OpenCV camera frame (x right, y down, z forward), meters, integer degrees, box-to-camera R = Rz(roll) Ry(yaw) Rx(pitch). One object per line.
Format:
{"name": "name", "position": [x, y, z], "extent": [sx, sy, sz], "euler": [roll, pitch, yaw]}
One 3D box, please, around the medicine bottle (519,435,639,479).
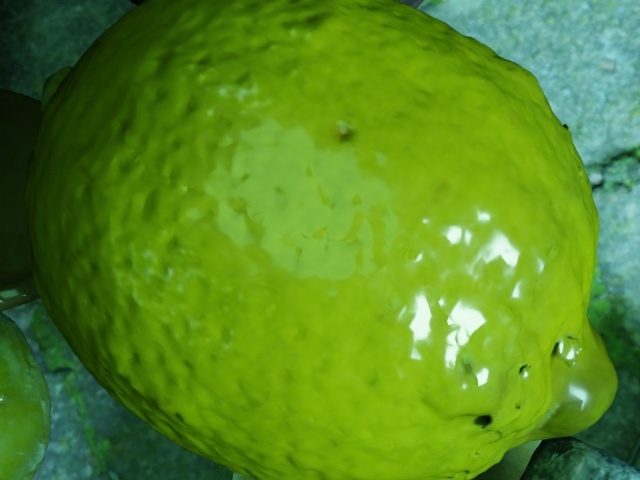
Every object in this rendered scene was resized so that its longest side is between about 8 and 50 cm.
{"name": "medicine bottle", "position": [0.083, 0.241, 0.566], "extent": [0.141, 0.141, 0.293], "euler": [29, 81, 11]}

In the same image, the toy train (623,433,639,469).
{"name": "toy train", "position": [0.161, 0.243, 0.665], "extent": [0.088, 0.086, 0.407], "euler": [27, 79, 10]}

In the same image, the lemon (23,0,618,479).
{"name": "lemon", "position": [0.000, 0.000, 0.580], "extent": [0.319, 0.245, 0.245], "euler": [28, 79, 8]}

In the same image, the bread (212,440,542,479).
{"name": "bread", "position": [0.036, 0.128, 0.699], "extent": [0.207, 0.056, 0.287], "euler": [9, 64, -12]}

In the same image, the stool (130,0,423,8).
{"name": "stool", "position": [-0.022, -0.226, 0.754], "extent": [0.272, 0.178, 0.272], "euler": [-1, 75, 5]}

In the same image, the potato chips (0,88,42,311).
{"name": "potato chips", "position": [-0.236, -0.017, 0.771], "extent": [0.208, 0.062, 0.195], "euler": [-7, 53, -3]}

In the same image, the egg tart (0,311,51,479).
{"name": "egg tart", "position": [-0.268, 0.110, 0.741], "extent": [0.197, 0.078, 0.197], "euler": [0, 73, 1]}
